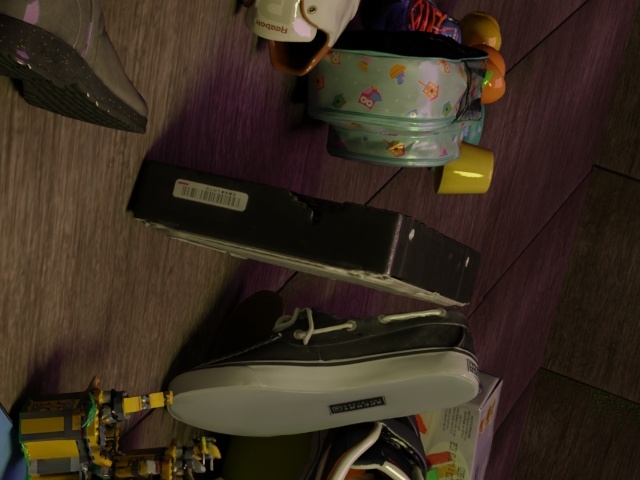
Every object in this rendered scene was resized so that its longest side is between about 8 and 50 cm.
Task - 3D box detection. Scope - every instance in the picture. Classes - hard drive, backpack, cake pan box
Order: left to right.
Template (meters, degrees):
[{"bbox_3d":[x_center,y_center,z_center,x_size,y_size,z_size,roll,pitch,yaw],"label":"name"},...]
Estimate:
[{"bbox_3d":[0.000,0.000,1.523,0.339,0.237,0.064,18,85,-73],"label":"hard drive"},{"bbox_3d":[0.083,0.229,2.014,0.070,0.246,0.266,-50,155,-41],"label":"cake pan box"},{"bbox_3d":[0.071,-0.147,1.695,0.188,0.166,0.144,1,99,-69],"label":"backpack"}]

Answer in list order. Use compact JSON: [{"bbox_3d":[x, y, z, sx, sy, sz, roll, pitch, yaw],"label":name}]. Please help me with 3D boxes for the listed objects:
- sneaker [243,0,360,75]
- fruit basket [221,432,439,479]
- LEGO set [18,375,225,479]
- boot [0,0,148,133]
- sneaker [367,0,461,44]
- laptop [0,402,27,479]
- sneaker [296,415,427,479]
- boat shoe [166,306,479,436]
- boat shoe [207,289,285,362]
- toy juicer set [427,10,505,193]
[{"bbox_3d":[-0.014,-0.244,1.434,0.290,0.106,0.123,80,32,-60],"label":"sneaker"},{"bbox_3d":[-0.030,0.325,1.866,0.283,0.392,0.392,-34,-177,32],"label":"fruit basket"},{"bbox_3d":[-0.118,0.251,1.410,0.331,0.192,0.255,67,20,-61],"label":"LEGO set"},{"bbox_3d":[-0.159,-0.171,1.139,0.246,0.083,0.161,40,66,-73],"label":"boot"},{"bbox_3d":[0.115,-0.241,1.854,0.221,0.087,0.083,35,75,-72],"label":"sneaker"},{"bbox_3d":[-0.252,0.308,1.142,0.236,0.408,0.382,-30,151,-9],"label":"laptop"},{"bbox_3d":[0.055,0.220,1.722,0.127,0.126,0.321,-27,-150,40],"label":"sneaker"},{"bbox_3d":[0.000,0.118,1.641,0.113,0.306,0.105,72,10,-56],"label":"boat shoe"},{"bbox_3d":[-0.085,0.121,1.721,0.152,0.056,0.049,-56,165,-11],"label":"boat shoe"},{"bbox_3d":[0.160,-0.187,2.062,0.329,0.090,0.209,-100,-162,-75],"label":"toy juicer set"}]
